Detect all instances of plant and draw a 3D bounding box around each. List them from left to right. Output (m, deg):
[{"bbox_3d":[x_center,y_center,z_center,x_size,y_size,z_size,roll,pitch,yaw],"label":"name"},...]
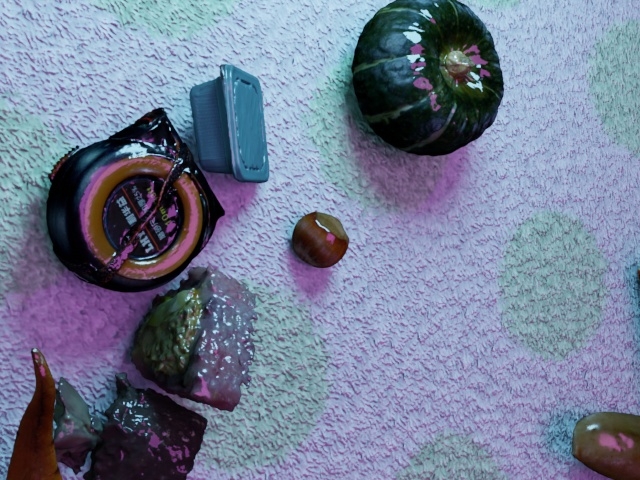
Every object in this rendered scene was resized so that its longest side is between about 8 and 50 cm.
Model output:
[{"bbox_3d":[-0.252,0.249,1.215,0.203,0.131,0.142,23,109,-12],"label":"plant"}]

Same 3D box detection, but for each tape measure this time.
[{"bbox_3d":[-0.246,-0.040,1.253,0.223,0.135,0.202,-40,117,-24],"label":"tape measure"}]

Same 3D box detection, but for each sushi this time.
[{"bbox_3d":[-0.172,0.143,1.240,0.107,0.161,0.241,32,35,-29],"label":"sushi"}]

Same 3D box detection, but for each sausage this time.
[{"bbox_3d":[0.625,0.407,1.735,0.501,0.123,0.136,30,82,-31],"label":"sausage"}]

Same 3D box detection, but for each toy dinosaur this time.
[{"bbox_3d":[-0.346,0.340,1.128,0.208,0.097,0.432,-23,128,-13],"label":"toy dinosaur"}]

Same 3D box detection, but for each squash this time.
[{"bbox_3d":[0.169,-0.255,1.492,0.252,0.165,0.252,4,82,-31],"label":"squash"}]

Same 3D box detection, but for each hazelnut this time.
[{"bbox_3d":[0.000,0.000,1.432,0.086,0.086,0.086,2,85,-31],"label":"hazelnut"}]

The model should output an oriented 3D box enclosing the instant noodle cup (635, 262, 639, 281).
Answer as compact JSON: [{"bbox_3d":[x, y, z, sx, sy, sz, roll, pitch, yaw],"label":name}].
[{"bbox_3d":[0.734,0.157,1.763,0.294,0.294,0.308,-16,88,-31],"label":"instant noodle cup"}]

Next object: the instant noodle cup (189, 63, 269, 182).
[{"bbox_3d":[-0.125,-0.154,1.325,0.070,0.179,0.157,-7,91,9],"label":"instant noodle cup"}]
